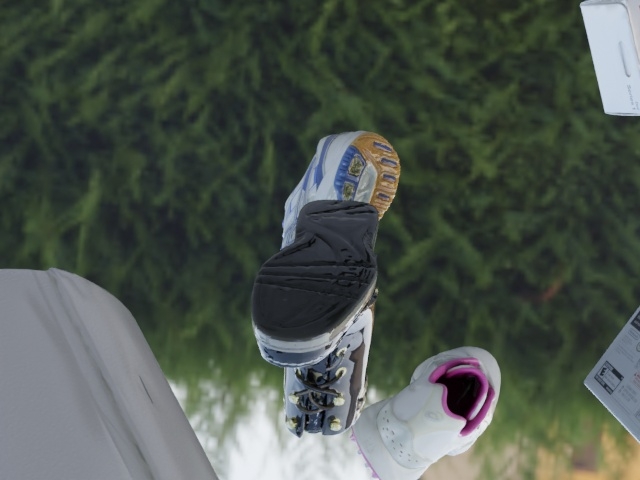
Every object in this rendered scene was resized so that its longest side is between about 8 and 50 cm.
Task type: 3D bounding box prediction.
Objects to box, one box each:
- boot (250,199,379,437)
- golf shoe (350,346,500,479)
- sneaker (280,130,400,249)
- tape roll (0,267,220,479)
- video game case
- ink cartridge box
[{"bbox_3d":[0.001,0.086,1.009,0.085,0.179,0.236,6,-156,8],"label":"boot"},{"bbox_3d":[0.157,0.181,1.474,0.140,0.115,0.306,-38,175,31],"label":"golf shoe"},{"bbox_3d":[0.000,0.000,1.664,0.112,0.296,0.131,30,173,-31],"label":"sneaker"},{"bbox_3d":[-0.172,0.156,0.669,0.246,0.246,0.169,5,-140,-43],"label":"tape roll"},{"bbox_3d":[0.333,0.101,1.209,0.022,0.173,0.190,33,-172,-15],"label":"video game case"},{"bbox_3d":[0.463,-0.274,1.720,0.219,0.160,0.092,-24,-163,-26],"label":"ink cartridge box"}]
